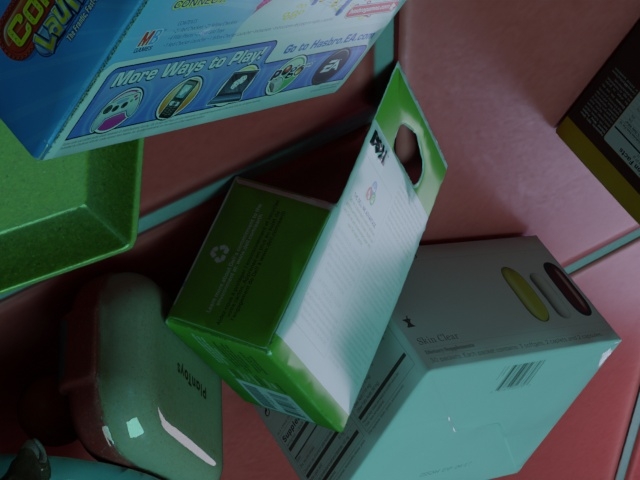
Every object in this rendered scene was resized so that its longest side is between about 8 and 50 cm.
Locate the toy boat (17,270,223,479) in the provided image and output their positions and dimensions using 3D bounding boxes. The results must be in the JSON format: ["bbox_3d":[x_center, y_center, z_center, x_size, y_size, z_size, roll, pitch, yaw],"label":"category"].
[{"bbox_3d":[-0.167,0.127,1.273,0.151,0.151,0.231,-10,152,15],"label":"toy boat"}]

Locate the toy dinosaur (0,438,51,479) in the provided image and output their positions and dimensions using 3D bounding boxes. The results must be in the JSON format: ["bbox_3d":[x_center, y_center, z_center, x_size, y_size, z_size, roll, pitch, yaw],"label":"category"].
[{"bbox_3d":[-0.264,0.235,1.001,0.313,0.121,0.160,-43,136,-26],"label":"toy dinosaur"}]

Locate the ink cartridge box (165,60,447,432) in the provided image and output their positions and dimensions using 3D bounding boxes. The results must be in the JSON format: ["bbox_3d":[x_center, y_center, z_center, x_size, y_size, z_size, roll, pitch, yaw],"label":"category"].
[{"bbox_3d":[0.000,0.000,1.297,0.255,0.097,0.189,-66,154,-17],"label":"ink cartridge box"}]

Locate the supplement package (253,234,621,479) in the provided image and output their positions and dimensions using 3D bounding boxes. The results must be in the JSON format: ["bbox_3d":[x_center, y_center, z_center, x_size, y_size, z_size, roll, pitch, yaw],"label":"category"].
[{"bbox_3d":[0.107,0.120,1.499,0.262,0.145,0.204,-5,138,-42],"label":"supplement package"}]

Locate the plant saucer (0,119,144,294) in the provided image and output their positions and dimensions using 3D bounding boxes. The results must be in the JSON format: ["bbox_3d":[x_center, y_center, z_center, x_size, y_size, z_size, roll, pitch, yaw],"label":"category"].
[{"bbox_3d":[-0.210,-0.041,1.061,0.188,0.045,0.188,-21,146,-26],"label":"plant saucer"}]

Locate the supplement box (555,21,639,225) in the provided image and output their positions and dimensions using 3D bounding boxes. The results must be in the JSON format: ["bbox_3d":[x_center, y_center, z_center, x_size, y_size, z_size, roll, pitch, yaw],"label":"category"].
[{"bbox_3d":[0.354,-0.120,1.438,0.191,0.129,0.194,3,131,-48],"label":"supplement box"}]

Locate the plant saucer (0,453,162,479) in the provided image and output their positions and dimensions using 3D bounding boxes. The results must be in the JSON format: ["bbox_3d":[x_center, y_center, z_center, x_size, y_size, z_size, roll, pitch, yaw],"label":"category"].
[{"bbox_3d":[-0.255,0.243,1.265,0.317,0.044,0.317,-4,152,-2],"label":"plant saucer"}]

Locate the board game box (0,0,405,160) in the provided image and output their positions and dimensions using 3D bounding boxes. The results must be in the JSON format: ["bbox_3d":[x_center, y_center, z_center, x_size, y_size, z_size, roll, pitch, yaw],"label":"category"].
[{"bbox_3d":[-0.015,-0.200,0.904,0.302,0.086,0.308,-51,163,30],"label":"board game box"}]
